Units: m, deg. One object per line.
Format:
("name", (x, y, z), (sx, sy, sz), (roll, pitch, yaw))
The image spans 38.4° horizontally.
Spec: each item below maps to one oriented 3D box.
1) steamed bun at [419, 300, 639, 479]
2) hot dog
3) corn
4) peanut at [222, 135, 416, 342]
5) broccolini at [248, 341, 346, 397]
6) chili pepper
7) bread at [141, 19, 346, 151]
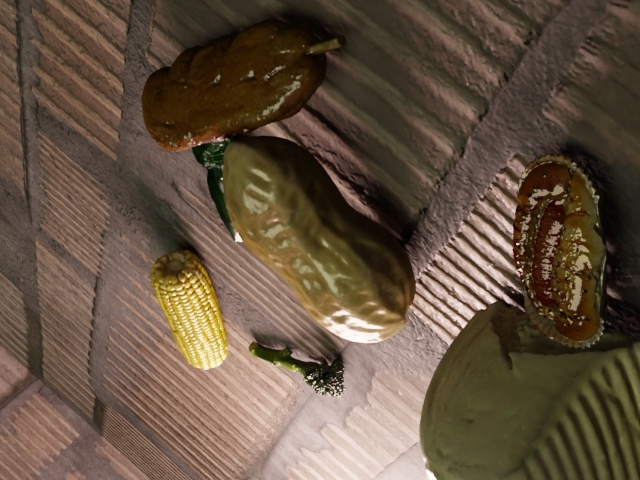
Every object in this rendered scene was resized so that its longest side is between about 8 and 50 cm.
("steamed bun", (0.239, 0.224, 1.019), (0.290, 0.273, 0.272), (59, 162, -17))
("hot dog", (0.228, 0.009, 0.872), (0.099, 0.053, 0.192), (13, 118, 42))
("corn", (-0.212, 0.119, 1.529), (0.093, 0.093, 0.244), (23, 145, 31))
("peanut", (0.000, 0.000, 1.066), (0.313, 0.149, 0.149), (49, 149, -20))
("broccolini", (-0.049, 0.202, 1.471), (0.216, 0.058, 0.067), (11, 139, 43))
("chili pepper", (-0.109, -0.061, 1.221), (0.098, 0.061, 0.224), (9, 133, 34))
("bread", (-0.086, -0.173, 1.024), (0.344, 0.084, 0.124), (-8, 82, 47))
